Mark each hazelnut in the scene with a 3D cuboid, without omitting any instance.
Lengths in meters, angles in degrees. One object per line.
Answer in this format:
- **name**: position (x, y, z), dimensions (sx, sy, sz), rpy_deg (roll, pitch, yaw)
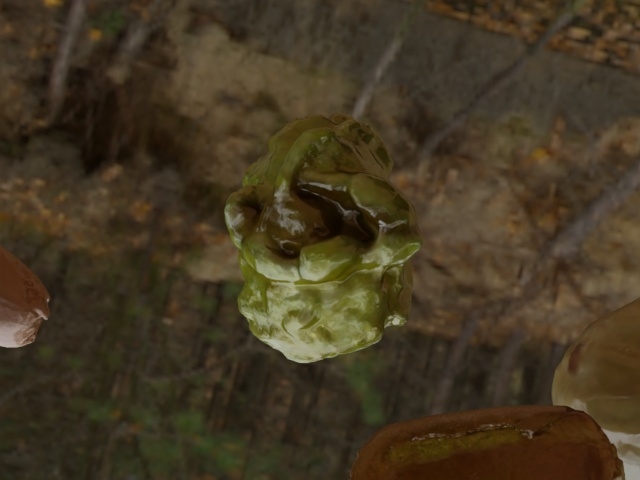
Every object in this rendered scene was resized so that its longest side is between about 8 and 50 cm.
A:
- **hazelnut**: position (0.399, 0.184, 1.649), dimensions (0.261, 0.261, 0.241), rpy_deg (14, -162, 1)

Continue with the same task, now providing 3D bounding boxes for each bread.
- **bread**: position (0.171, 0.261, 1.449), dimensions (0.288, 0.204, 0.156), rpy_deg (-10, 127, 17)

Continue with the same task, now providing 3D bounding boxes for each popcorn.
- **popcorn**: position (0.000, 0.000, 1.410), dimensions (0.194, 0.256, 0.255), rpy_deg (5, 159, -3)

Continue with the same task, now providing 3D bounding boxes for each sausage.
- **sausage**: position (-0.373, -0.002, 1.294), dimensions (0.289, 0.086, 0.086), rpy_deg (37, 168, -8)
